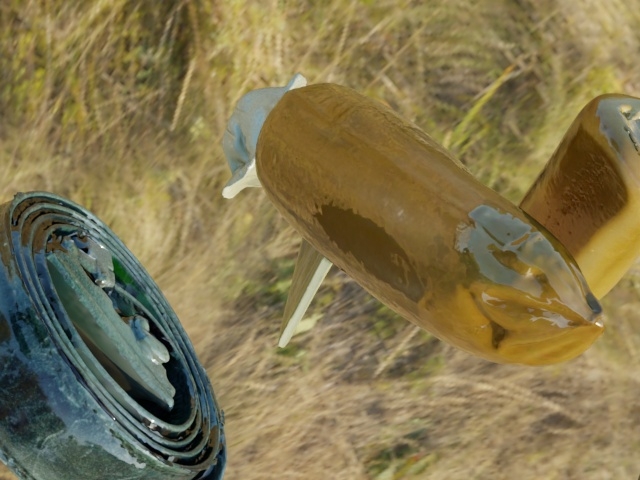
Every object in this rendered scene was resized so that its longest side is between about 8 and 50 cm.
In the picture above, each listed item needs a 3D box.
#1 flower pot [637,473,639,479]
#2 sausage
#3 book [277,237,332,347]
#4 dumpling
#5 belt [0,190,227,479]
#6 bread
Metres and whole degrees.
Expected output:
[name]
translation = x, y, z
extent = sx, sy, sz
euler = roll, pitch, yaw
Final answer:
[flower pot]
translation = 0.493, 0.299, 1.351
extent = 0.283, 0.299, 0.299
euler = 23, 65, -26
[sausage]
translation = 0.063, -0.011, 0.918
extent = 0.116, 0.354, 0.134
euler = -31, 121, -11
[book]
translation = 0.000, 0.000, 1.487
extent = 0.013, 0.168, 0.192
euler = 22, 36, -8
[dumpling]
translation = -0.077, -0.126, 1.778
extent = 0.111, 0.181, 0.155
euler = 12, 46, 15
[belt]
translation = -0.172, 0.094, 0.982
extent = 0.267, 0.116, 0.206
euler = 56, 16, -2
[bread]
translation = 0.192, -0.023, 0.932
extent = 0.074, 0.239, 0.092
euler = -24, 75, -14
